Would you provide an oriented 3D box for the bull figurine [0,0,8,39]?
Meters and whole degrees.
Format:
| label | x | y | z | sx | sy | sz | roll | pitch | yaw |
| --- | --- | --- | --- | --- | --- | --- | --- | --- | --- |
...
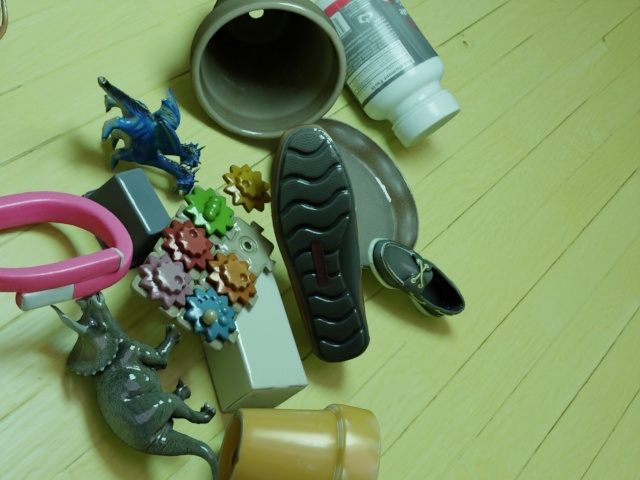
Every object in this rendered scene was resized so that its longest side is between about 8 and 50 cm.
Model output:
| label | x | y | z | sx | sy | sz | roll | pitch | yaw |
| --- | --- | --- | --- | --- | --- | --- | --- | --- | --- |
| bull figurine | -0.596 | -0.393 | 1.780 | 0.310 | 0.101 | 0.188 | 29 | 44 | -23 |

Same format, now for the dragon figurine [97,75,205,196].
| label | x | y | z | sx | sy | sz | roll | pitch | yaw |
| --- | --- | --- | --- | --- | --- | --- | --- | --- | --- |
| dragon figurine | -0.254 | -0.173 | 1.856 | 0.144 | 0.289 | 0.085 | -4 | 54 | 0 |

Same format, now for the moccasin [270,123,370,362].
| label | x | y | z | sx | sy | sz | roll | pitch | yaw |
| --- | --- | --- | --- | --- | --- | --- | --- | --- | --- |
| moccasin | 0.003 | -0.001 | 1.914 | 0.147 | 0.139 | 0.380 | -114 | -174 | -68 |

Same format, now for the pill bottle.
| label | x | y | z | sx | sy | sz | roll | pitch | yaw |
| --- | --- | --- | --- | --- | --- | --- | --- | --- | --- |
| pill bottle | 0.124 | -0.341 | 2.332 | 0.176 | 0.176 | 0.318 | -29 | 83 | -49 |

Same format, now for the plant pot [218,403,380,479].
| label | x | y | z | sx | sy | sz | roll | pitch | yaw |
| --- | --- | --- | --- | --- | --- | --- | --- | --- | --- |
| plant pot | -0.040 | 0.318 | 1.718 | 0.188 | 0.205 | 0.205 | 15 | 51 | -14 |

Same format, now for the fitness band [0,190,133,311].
| label | x | y | z | sx | sy | sz | roll | pitch | yaw |
| --- | --- | --- | --- | --- | --- | --- | --- | --- | --- |
| fitness band | -0.388 | 0.006 | 1.646 | 0.209 | 0.054 | 0.291 | 36 | 33 | 32 |

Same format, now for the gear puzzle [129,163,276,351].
| label | x | y | z | sx | sy | sz | roll | pitch | yaw |
| --- | --- | --- | --- | --- | --- | --- | --- | --- | --- |
| gear puzzle | -0.139 | 0.002 | 1.809 | 0.175 | 0.044 | 0.339 | 38 | 44 | -12 |

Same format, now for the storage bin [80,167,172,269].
| label | x | y | z | sx | sy | sz | roll | pitch | yaw |
| --- | --- | --- | --- | --- | --- | --- | --- | --- | --- |
| storage bin | -0.277 | -0.039 | 1.822 | 0.098 | 0.091 | 0.135 | -21 | 78 | -48 |

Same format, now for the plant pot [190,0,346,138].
| label | x | y | z | sx | sy | sz | roll | pitch | yaw |
| --- | --- | --- | --- | --- | --- | --- | --- | --- | --- |
| plant pot | -0.097 | -0.342 | 2.109 | 0.263 | 0.263 | 0.229 | 27 | 29 | -26 |

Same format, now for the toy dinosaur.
| label | x | y | z | sx | sy | sz | roll | pitch | yaw |
| --- | --- | --- | --- | --- | --- | --- | --- | --- | --- |
| toy dinosaur | -0.247 | 0.213 | 1.675 | 0.160 | 0.121 | 0.313 | -21 | 81 | -35 |

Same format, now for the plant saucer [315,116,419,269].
| label | x | y | z | sx | sy | sz | roll | pitch | yaw |
| --- | --- | --- | --- | --- | --- | --- | --- | --- | --- |
| plant saucer | 0.041 | -0.076 | 2.165 | 0.311 | 0.050 | 0.310 | 24 | 48 | -29 |

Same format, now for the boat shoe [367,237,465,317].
| label | x | y | z | sx | sy | sz | roll | pitch | yaw |
| --- | --- | --- | --- | --- | --- | --- | --- | --- | --- |
| boat shoe | 0.168 | 0.063 | 2.113 | 0.228 | 0.069 | 0.081 | 38 | 64 | -40 |

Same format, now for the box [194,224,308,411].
| label | x | y | z | sx | sy | sz | roll | pitch | yaw |
| --- | --- | --- | --- | --- | --- | --- | --- | --- | --- |
| box | -0.121 | 0.114 | 1.850 | 0.113 | 0.094 | 0.275 | 2 | 61 | -40 |
